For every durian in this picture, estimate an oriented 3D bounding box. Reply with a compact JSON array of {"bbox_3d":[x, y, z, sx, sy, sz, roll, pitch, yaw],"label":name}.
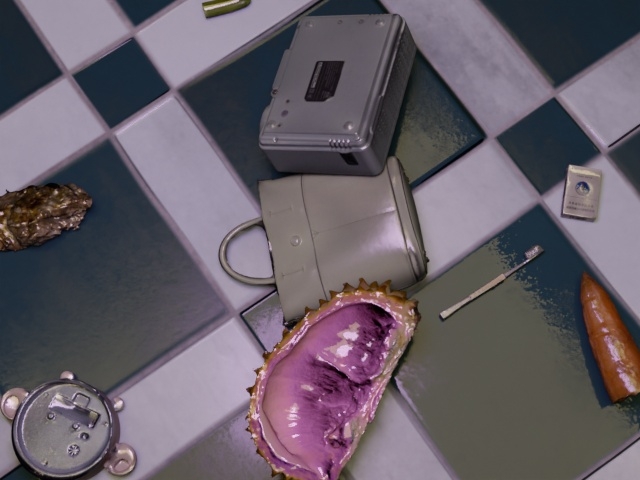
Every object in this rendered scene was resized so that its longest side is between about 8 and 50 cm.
[{"bbox_3d":[0.008,0.201,1.523,0.191,0.112,0.341,24,82,11],"label":"durian"}]

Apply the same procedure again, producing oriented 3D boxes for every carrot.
[{"bbox_3d":[0.433,0.138,1.558,0.072,0.072,0.205,-16,72,-3],"label":"carrot"}]

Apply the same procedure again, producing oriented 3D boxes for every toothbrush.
[{"bbox_3d":[0.266,0.065,1.609,0.194,0.014,0.017,-35,76,-8],"label":"toothbrush"}]

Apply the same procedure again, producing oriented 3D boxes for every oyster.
[{"bbox_3d":[-0.446,-0.043,1.644,0.177,0.056,0.105,-5,66,5],"label":"oyster"}]

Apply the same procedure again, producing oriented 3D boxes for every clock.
[{"bbox_3d":[-0.376,0.280,1.543,0.229,0.063,0.156,27,78,8],"label":"clock"}]

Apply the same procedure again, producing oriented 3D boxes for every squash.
[{"bbox_3d":[-0.156,-0.396,1.745,0.083,0.027,0.028,-15,74,-3],"label":"squash"}]

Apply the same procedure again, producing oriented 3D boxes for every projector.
[{"bbox_3d":[0.024,-0.232,1.610,0.191,0.099,0.257,4,62,26],"label":"projector"}]

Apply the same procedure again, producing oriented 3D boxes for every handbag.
[{"bbox_3d":[0.000,0.000,1.617,0.315,0.109,0.241,-15,73,11],"label":"handbag"}]

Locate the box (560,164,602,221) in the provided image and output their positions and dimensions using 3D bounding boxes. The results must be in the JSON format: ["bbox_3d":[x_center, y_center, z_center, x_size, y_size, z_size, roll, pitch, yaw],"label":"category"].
[{"bbox_3d":[0.410,-0.074,1.640,0.054,0.024,0.083,9,76,6],"label":"box"}]
